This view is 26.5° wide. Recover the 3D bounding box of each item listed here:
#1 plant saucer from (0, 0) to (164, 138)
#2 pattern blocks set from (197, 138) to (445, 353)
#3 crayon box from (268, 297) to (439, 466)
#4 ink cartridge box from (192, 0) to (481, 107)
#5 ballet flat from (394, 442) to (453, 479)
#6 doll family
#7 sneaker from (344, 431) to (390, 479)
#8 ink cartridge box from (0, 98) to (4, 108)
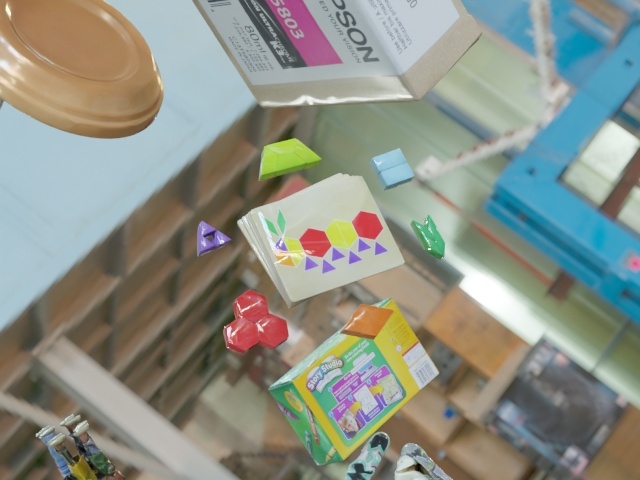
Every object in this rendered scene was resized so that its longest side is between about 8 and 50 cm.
[{"bbox_3d":[-0.226,-0.172,1.211,0.037,0.200,0.200,-52,-10,33],"label":"plant saucer"},{"bbox_3d":[0.000,0.000,1.743,0.324,0.285,0.026,-10,-21,-21],"label":"pattern blocks set"},{"bbox_3d":[0.062,0.244,2.374,0.278,0.165,0.081,-37,7,-35],"label":"crayon box"},{"bbox_3d":[-0.020,-0.213,1.008,0.193,0.235,0.088,5,45,52],"label":"ink cartridge box"},{"bbox_3d":[0.090,0.215,1.233,0.041,0.041,0.114,-53,29,-2],"label":"ballet flat"},{"bbox_3d":[-0.311,0.293,1.774,0.076,0.111,0.193,-36,12,-13],"label":"doll family"},{"bbox_3d":[0.070,0.333,2.040,0.098,0.038,0.069,-50,-8,-10],"label":"sneaker"},{"bbox_3d":[-0.404,-0.187,1.275,0.148,0.203,0.086,-19,-15,-35],"label":"ink cartridge box"}]
